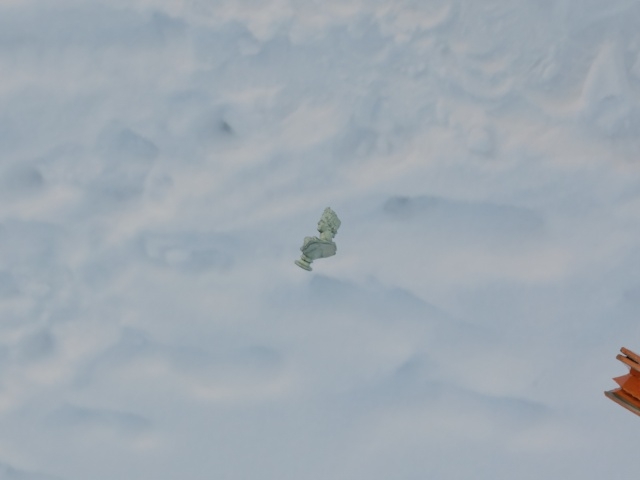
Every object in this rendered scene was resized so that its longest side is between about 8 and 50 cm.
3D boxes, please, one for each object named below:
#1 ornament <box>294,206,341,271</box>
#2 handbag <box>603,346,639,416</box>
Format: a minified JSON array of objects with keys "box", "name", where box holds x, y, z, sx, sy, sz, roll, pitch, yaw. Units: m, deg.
[{"box":[-0.001,0.003,1.485,0.041,0.092,0.068,36,163,37],"name":"ornament"},{"box":[0.749,0.290,1.808,0.303,0.410,0.116,30,111,52],"name":"handbag"}]
